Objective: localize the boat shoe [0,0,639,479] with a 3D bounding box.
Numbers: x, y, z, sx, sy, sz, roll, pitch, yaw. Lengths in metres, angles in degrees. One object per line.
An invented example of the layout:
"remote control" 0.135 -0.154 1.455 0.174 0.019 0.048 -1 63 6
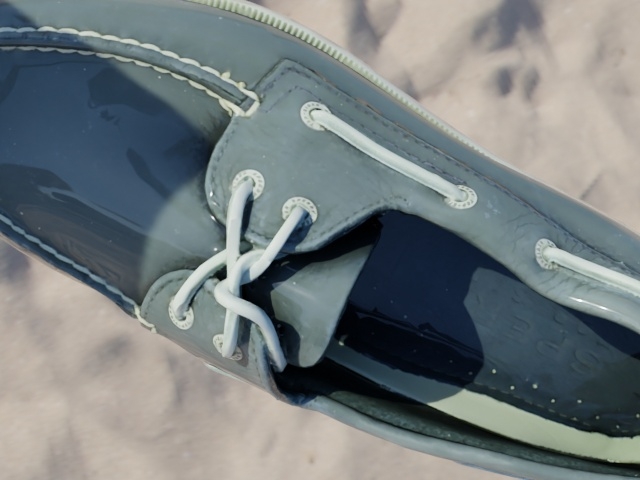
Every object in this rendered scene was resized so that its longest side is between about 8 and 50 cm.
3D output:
"boat shoe" 0.000 0.000 0.587 0.319 0.099 0.116 24 105 -6
